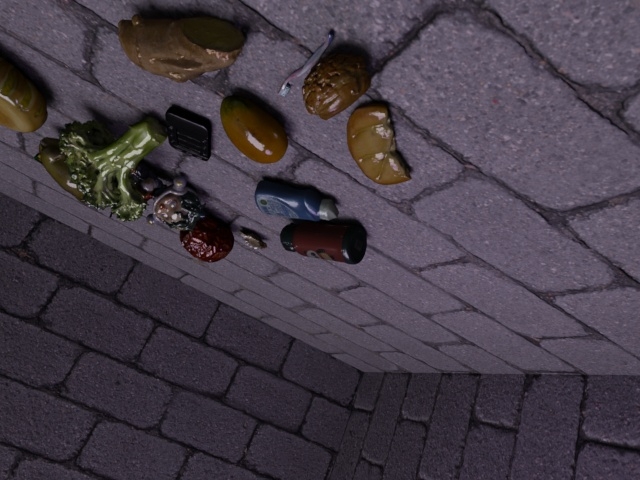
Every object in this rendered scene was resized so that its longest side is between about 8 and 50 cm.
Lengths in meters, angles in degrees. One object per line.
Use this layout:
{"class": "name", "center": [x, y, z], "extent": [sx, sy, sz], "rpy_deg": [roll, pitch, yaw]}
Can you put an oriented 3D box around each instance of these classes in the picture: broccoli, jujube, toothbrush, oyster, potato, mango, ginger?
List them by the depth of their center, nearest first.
{"class": "toothbrush", "center": [-0.039, -0.404, 1.092], "extent": [0.027, 0.021, 0.269], "rpy_deg": [19, 160, -25]}
{"class": "ginger", "center": [-0.327, -0.454, 1.106], "extent": [0.354, 0.126, 0.190], "rpy_deg": [9, 148, 31]}
{"class": "mango", "center": [-0.190, -0.307, 1.309], "extent": [0.221, 0.120, 0.151], "rpy_deg": [38, 149, -17]}
{"class": "broccoli", "center": [-0.720, -0.312, 1.618], "extent": [0.353, 0.274, 0.397], "rpy_deg": [21, 131, -11]}
{"class": "potato", "center": [-0.986, -0.284, 1.918], "extent": [0.203, 0.218, 0.351], "rpy_deg": [-29, 127, 28]}
{"class": "jujube", "center": [-0.506, -0.005, 2.091], "extent": [0.213, 0.212, 0.232], "rpy_deg": [-2, 155, 43]}
{"class": "oyster", "center": [-0.304, -0.005, 2.113], "extent": [0.148, 0.051, 0.103], "rpy_deg": [37, 159, 4]}

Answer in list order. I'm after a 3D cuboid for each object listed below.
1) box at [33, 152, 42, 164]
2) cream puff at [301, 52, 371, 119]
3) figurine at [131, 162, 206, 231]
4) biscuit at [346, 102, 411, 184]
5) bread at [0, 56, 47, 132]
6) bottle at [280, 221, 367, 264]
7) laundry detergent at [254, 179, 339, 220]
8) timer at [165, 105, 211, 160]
{"class": "box", "center": [-1.226, -0.367, 2.170], "extent": [0.235, 0.034, 0.132], "rpy_deg": [-3, 146, 44]}
{"class": "cream puff", "center": [0.029, -0.342, 1.024], "extent": [0.165, 0.150, 0.115], "rpy_deg": [-33, 110, 18]}
{"class": "figurine", "center": [-0.638, -0.181, 1.883], "extent": [0.382, 0.186, 0.261], "rpy_deg": [36, 131, -16]}
{"class": "biscuit", "center": [0.143, -0.245, 1.240], "extent": [0.154, 0.045, 0.299], "rpy_deg": [9, 152, 30]}
{"class": "bread", "center": [-1.084, -0.512, 1.592], "extent": [0.333, 0.160, 0.333], "rpy_deg": [19, 158, 8]}
{"class": "bottle", "center": [0.000, 0.000, 1.763], "extent": [0.336, 0.144, 0.144], "rpy_deg": [7, 152, 35]}
{"class": "laundry detergent", "center": [-0.078, -0.131, 1.621], "extent": [0.290, 0.094, 0.143], "rpy_deg": [10, 147, 18]}
{"class": "timer", "center": [-0.421, -0.343, 1.512], "extent": [0.144, 0.055, 0.187], "rpy_deg": [22, 152, -3]}
